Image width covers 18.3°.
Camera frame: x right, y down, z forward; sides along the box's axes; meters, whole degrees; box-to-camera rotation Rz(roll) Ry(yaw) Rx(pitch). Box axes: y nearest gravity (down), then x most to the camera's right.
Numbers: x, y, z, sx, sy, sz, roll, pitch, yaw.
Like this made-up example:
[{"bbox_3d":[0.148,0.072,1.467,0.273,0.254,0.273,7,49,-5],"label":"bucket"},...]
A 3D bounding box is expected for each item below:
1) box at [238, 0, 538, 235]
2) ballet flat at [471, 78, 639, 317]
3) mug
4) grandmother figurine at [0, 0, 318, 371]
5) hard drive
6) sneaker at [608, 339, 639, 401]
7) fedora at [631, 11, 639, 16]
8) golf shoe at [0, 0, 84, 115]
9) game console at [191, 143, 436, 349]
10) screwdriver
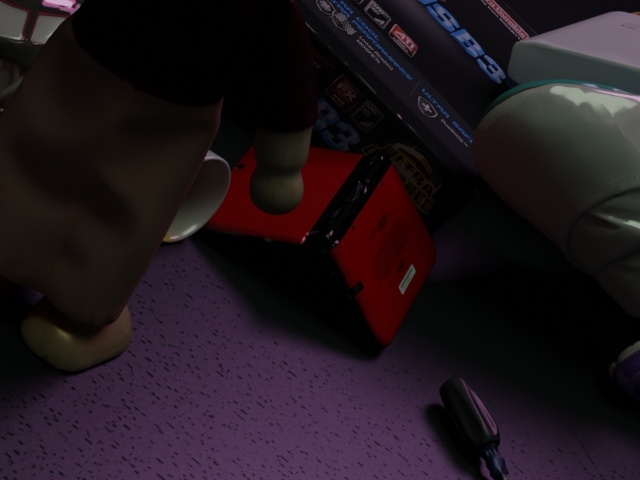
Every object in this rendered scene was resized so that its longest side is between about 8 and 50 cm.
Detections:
[{"bbox_3d":[0.021,-0.172,1.437,0.295,0.073,0.293,44,30,-6],"label":"box"},{"bbox_3d":[0.265,0.014,1.367,0.400,0.139,0.139,27,28,-40],"label":"ballet flat"},{"bbox_3d":[-0.102,-0.042,1.188,0.064,0.062,0.078,41,23,27],"label":"mug"},{"bbox_3d":[-0.088,-0.096,0.993,0.208,0.342,0.104,27,31,-13],"label":"grandmother figurine"},{"bbox_3d":[0.283,-0.125,1.521,0.210,0.040,0.318,16,15,16],"label":"hard drive"},{"bbox_3d":[0.272,0.117,1.327,0.170,0.068,0.071,25,41,-12],"label":"sneaker"},{"bbox_3d":[0.372,-0.166,1.812,0.194,0.079,0.194,24,31,-16],"label":"fedora"},{"bbox_3d":[-0.178,-0.115,1.176,0.273,0.105,0.120,-11,58,-51],"label":"golf shoe"},{"bbox_3d":[0.000,0.000,1.273,0.124,0.085,0.144,62,27,-15],"label":"game console"},{"bbox_3d":[0.111,0.152,1.169,0.024,0.025,0.170,6,49,-41],"label":"screwdriver"}]
